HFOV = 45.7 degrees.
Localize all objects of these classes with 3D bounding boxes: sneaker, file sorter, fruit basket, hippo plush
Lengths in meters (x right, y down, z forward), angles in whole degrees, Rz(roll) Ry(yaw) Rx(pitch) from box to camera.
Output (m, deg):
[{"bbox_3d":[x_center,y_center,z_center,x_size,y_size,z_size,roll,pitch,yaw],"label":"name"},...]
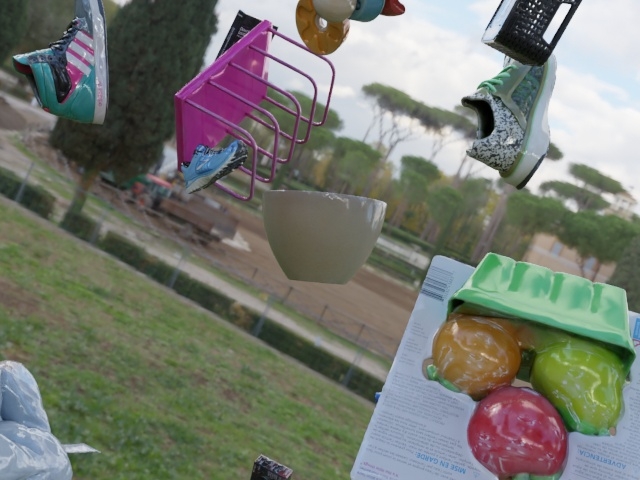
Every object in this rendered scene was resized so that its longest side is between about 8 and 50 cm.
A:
[{"bbox_3d":[-0.535,-0.386,1.550,0.178,0.296,0.124,-2,-5,-24],"label":"sneaker"},{"bbox_3d":[-0.200,-0.144,1.368,0.063,0.162,0.073,-29,92,-55],"label":"sneaker"},{"bbox_3d":[-0.123,-0.248,1.493,0.182,0.291,0.202,30,-36,13],"label":"file sorter"},{"bbox_3d":[0.249,0.202,0.964,0.327,0.353,0.165,15,-29,16],"label":"fruit basket"},{"bbox_3d":[-0.479,0.307,1.019,0.234,0.236,0.294,56,3,38],"label":"hippo plush"},{"bbox_3d":[0.407,-0.321,1.685,0.182,0.410,0.158,17,-30,-14],"label":"sneaker"}]

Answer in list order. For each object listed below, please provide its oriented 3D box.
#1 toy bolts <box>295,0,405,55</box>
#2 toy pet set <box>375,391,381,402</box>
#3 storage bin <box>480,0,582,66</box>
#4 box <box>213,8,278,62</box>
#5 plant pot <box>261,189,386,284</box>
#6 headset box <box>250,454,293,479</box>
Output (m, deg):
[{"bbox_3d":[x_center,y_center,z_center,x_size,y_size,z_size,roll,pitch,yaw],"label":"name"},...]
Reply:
[{"bbox_3d":[-0.002,-0.350,1.098,0.228,0.218,0.158,26,41,33],"label":"toy bolts"},{"bbox_3d":[0.126,0.294,1.180,0.065,0.114,0.122,-1,-11,13],"label":"toy pet set"},{"bbox_3d":[0.317,-0.339,1.153,0.084,0.122,0.180,28,14,-2],"label":"storage bin"},{"bbox_3d":[-0.173,-0.429,1.711,0.029,0.162,0.116,40,22,31],"label":"box"},{"bbox_3d":[0.000,0.000,1.714,0.284,0.191,0.284,6,-2,0],"label":"plant pot"},{"bbox_3d":[-0.096,0.476,1.515,0.083,0.062,0.032,22,23,19],"label":"headset box"}]
